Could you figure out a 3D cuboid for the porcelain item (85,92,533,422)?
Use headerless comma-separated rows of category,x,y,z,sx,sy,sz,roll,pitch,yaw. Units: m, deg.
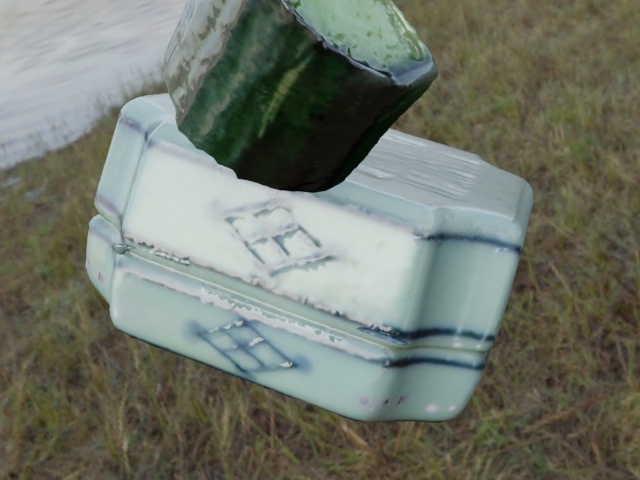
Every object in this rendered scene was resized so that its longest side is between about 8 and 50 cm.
porcelain item,0.000,0.000,0.638,0.281,0.157,0.286,20,16,10

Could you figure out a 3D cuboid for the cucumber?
cucumber,-0.018,-0.084,0.393,0.062,0.116,0.115,-39,-4,-36
